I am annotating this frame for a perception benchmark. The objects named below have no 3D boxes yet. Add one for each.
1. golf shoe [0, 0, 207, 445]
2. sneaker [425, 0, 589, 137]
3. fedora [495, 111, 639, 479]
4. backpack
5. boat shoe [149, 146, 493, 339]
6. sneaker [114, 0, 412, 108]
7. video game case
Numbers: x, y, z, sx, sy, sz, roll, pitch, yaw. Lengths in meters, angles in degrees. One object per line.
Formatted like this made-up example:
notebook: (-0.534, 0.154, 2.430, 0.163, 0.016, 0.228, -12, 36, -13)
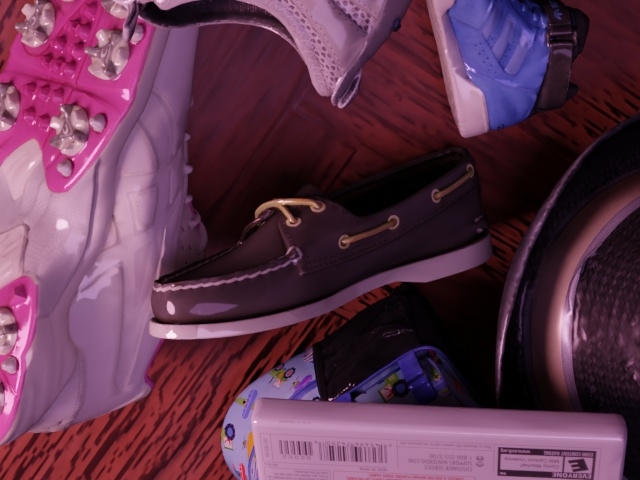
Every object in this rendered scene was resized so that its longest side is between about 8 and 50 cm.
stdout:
golf shoe: (-0.119, -0.028, 0.721, 0.140, 0.115, 0.306, 6, 113, -47)
sneaker: (0.104, -0.133, 0.721, 0.084, 0.058, 0.152, -15, 123, 3)
fedora: (0.269, 0.074, 0.757, 0.334, 0.152, 0.334, -5, 101, -27)
backpack: (0.029, 0.137, 0.816, 0.173, 0.117, 0.158, -32, 118, 9)
boat shoe: (0.000, 0.000, 0.734, 0.228, 0.081, 0.069, -16, 106, -32)
sneaker: (-0.086, -0.152, 0.582, 0.281, 0.105, 0.115, 23, 92, 10)
video game case: (0.067, 0.165, 0.743, 0.201, 0.023, 0.183, 1, 128, 7)
